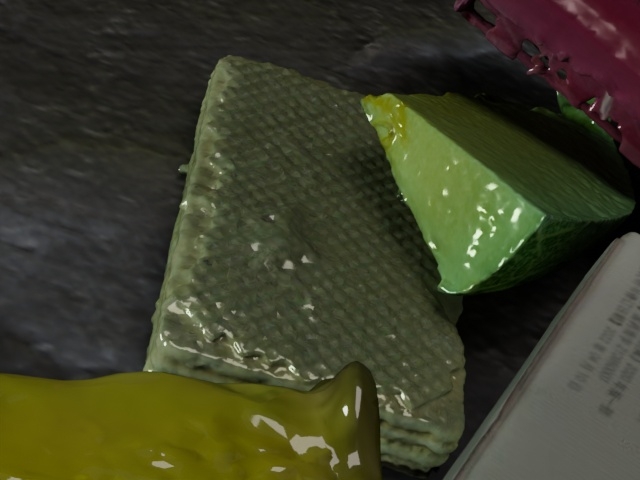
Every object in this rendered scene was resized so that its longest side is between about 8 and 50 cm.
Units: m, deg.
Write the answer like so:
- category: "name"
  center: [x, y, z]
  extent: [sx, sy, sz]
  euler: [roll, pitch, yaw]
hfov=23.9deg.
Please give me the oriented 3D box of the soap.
- category: "soap"
  center: [0.187, -0.074, 0.712]
  extent: [0.250, 0.099, 0.162]
  euler: [39, 15, -6]

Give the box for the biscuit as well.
- category: "biscuit"
  center: [0.000, 0.000, 0.610]
  extent: [0.121, 0.041, 0.199]
  euler: [17, 38, -10]

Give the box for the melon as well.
- category: "melon"
  center: [0.086, -0.037, 0.675]
  extent: [0.114, 0.053, 0.262]
  euler: [36, 22, 10]

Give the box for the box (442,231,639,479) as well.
- category: "box"
  center: [0.169, 0.152, 0.477]
  extent: [0.299, 0.106, 0.200]
  euler: [35, 39, 9]

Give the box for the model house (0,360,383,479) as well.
- category: "model house"
  center: [-0.108, 0.117, 0.301]
  extent: [0.234, 0.175, 0.193]
  euler: [15, 39, -19]
